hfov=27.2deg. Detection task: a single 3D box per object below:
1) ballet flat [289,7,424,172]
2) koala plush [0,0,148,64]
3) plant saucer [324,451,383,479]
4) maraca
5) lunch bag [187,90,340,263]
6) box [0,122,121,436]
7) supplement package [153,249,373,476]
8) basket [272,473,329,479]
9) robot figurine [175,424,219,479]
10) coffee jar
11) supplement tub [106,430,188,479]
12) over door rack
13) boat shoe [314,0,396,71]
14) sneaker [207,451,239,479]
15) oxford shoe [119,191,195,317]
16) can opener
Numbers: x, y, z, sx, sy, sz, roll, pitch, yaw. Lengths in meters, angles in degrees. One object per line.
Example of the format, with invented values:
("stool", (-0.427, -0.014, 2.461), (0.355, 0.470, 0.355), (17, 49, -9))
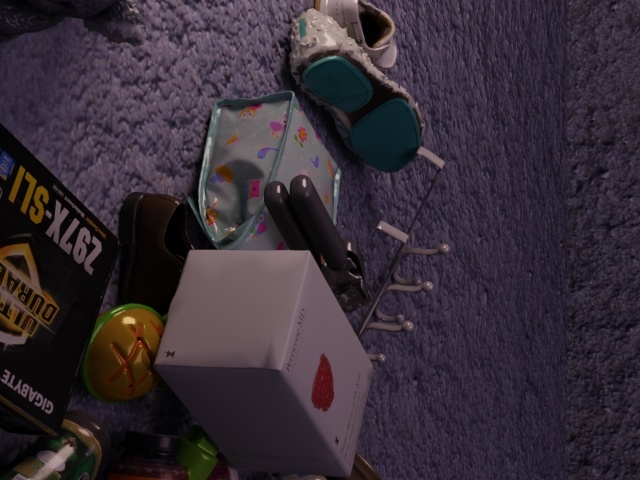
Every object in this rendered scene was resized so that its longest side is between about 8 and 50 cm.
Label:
("ballet flat", (0.062, -0.261, 2.233), (0.409, 0.147, 0.147), (46, 51, -57))
("koala plush", (-0.287, -0.289, 1.398), (0.203, 0.221, 0.196), (-39, 125, -58))
("plant saucer", (0.043, 0.435, 2.086), (0.041, 0.278, 0.278), (-28, 120, -31))
("maraca", (-0.231, 0.140, 1.657), (0.185, 0.099, 0.127), (0, 105, -54))
("lunch bag", (-0.079, -0.045, 1.910), (0.223, 0.160, 0.262), (54, 39, -52))
("box", (-0.358, 0.035, 1.433), (0.322, 0.079, 0.257), (53, 44, -52))
("supplement package", (-0.064, 0.163, 1.715), (0.293, 0.175, 0.178), (61, 36, -50))
("basket", (-0.009, 0.482, 1.937), (0.289, 0.201, 0.255), (-118, -165, -61))
("robot figurine", (-0.184, 0.307, 1.780), (0.067, 0.101, 0.115), (38, 86, -33))
("coffee jar", (-0.316, 0.274, 1.508), (0.184, 0.079, 0.096), (-44, 162, -55))
("supplement tub", (-0.225, 0.344, 1.684), (0.106, 0.106, 0.198), (26, 67, -62))
("over door rack", (0.156, 0.038, 2.344), (0.239, 0.108, 0.324), (-61, 165, -45))
("boat shoe", (0.085, -0.356, 2.297), (0.277, 0.096, 0.098), (21, 71, -63))
("sneaker", (-0.154, 0.416, 1.852), (0.111, 0.103, 0.252), (-1, 99, -66))
("oxford shoe", (-0.205, 0.052, 1.725), (0.083, 0.096, 0.227), (-23, 114, -64))
("can opener", (0.000, 0.000, 1.861), (0.283, 0.076, 0.095), (62, 21, -44))
